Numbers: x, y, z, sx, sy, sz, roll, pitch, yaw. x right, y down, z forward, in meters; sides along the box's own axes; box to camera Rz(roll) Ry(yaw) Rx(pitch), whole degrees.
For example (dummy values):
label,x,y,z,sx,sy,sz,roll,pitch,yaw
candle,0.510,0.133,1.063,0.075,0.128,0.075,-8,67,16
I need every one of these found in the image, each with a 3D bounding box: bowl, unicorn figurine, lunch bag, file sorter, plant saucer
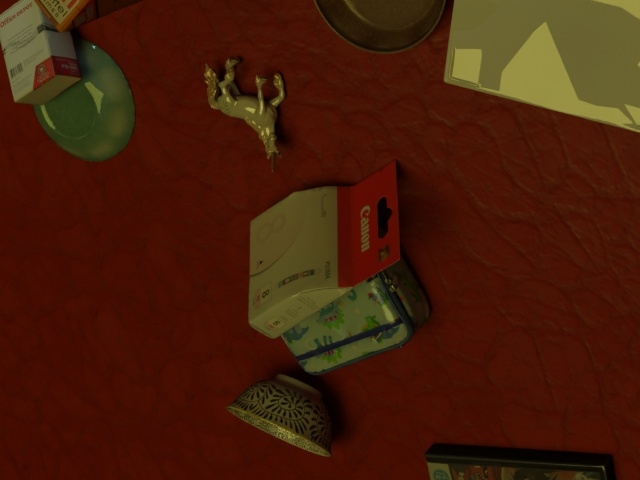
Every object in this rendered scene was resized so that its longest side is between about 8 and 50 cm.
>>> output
label,x,y,z,sx,sy,sz,roll,pitch,yaw
bowl,-0.047,0.247,2.229,0.170,0.080,0.170,23,167,6
unicorn figurine,-0.093,-0.183,2.093,0.162,0.060,0.111,32,127,34
lunch bag,0.033,0.087,2.120,0.219,0.090,0.176,-21,103,37
file sorter,0.312,-0.261,1.733,0.277,0.173,0.193,18,119,23
plant saucer,-0.365,-0.203,2.254,0.195,0.037,0.195,13,119,25
plant saucer,0.077,-0.337,1.925,0.198,0.036,0.198,13,119,25

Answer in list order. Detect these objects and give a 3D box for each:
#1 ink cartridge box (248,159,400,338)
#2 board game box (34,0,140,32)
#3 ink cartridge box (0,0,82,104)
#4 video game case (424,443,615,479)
label,x,y,z,sx,sy,sz,roll,pitch,yaw
ink cartridge box,0.000,0.000,2.027,0.066,0.189,0.232,31,129,-30
board game box,-0.223,-0.531,1.815,0.356,0.356,0.356,51,127,1
ink cartridge box,-0.410,-0.278,2.204,0.099,0.056,0.135,-25,73,37
video game case,0.295,0.411,2.146,0.275,0.035,0.248,-1,111,31
